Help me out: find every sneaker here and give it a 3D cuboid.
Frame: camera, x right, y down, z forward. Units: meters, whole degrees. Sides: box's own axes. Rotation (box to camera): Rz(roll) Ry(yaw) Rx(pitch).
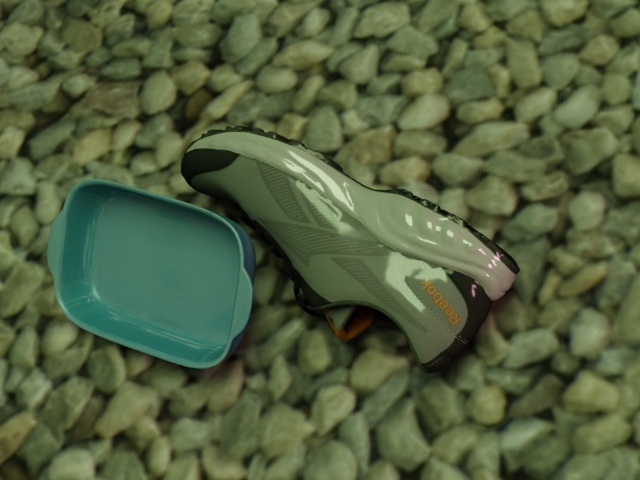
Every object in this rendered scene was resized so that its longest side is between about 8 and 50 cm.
[{"bbox_3d":[0.000,0.000,0.964,0.271,0.100,0.108,27,86,31],"label":"sneaker"}]

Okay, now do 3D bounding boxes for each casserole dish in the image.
[{"bbox_3d":[-0.116,0.021,0.988,0.188,0.037,0.114,16,102,30],"label":"casserole dish"}]
